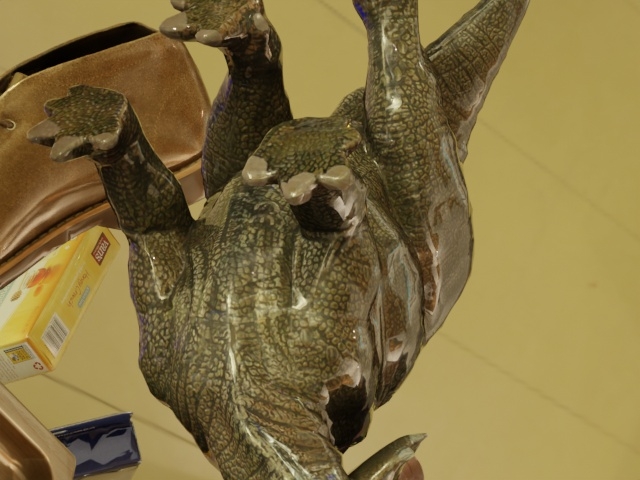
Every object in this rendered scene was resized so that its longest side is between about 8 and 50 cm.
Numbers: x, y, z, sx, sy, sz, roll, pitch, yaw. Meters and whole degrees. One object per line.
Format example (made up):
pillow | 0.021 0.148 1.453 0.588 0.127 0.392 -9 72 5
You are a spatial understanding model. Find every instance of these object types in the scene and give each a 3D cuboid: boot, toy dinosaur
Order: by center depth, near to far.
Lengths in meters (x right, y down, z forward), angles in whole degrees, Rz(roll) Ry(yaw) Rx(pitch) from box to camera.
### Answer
toy dinosaur | 0.000 0.000 0.490 0.313 0.121 0.160 -72 156 -49
boot | -0.201 -0.038 0.912 0.305 0.112 0.115 -28 124 -25

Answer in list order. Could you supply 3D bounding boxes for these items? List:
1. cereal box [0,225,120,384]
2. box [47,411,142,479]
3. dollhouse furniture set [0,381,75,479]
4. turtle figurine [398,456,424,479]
cereal box | -0.309 0.071 1.374 0.047 0.240 0.173 58 31 -28
box | -0.200 0.167 1.087 0.136 0.225 0.036 -12 76 -13
dollhouse furniture set | -0.075 0.115 0.458 0.144 0.123 0.151 61 32 -51
turtle figurine | -0.004 0.190 0.898 0.217 0.269 0.087 -23 104 -45
